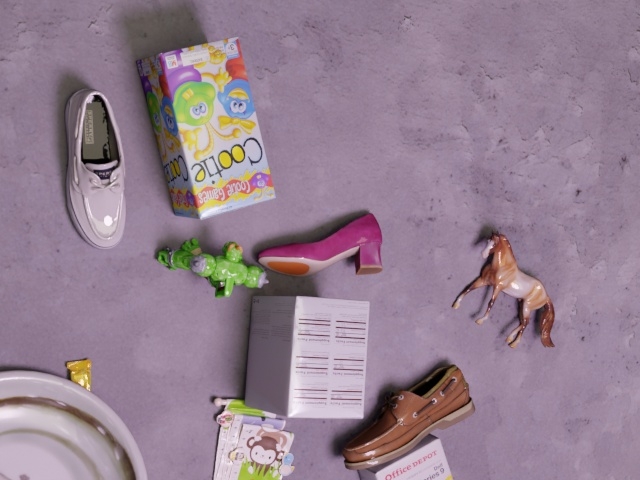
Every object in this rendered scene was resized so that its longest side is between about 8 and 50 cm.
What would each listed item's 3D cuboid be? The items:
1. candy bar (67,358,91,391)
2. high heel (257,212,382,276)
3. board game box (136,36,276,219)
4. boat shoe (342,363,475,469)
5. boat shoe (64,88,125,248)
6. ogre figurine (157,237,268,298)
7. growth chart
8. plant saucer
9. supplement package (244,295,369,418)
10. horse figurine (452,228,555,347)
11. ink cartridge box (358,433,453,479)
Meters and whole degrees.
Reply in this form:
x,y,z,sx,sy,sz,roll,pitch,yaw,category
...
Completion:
x,y,z,sx,sy,sz,roll,pitch,yaw,category
-0.405,0.282,1.777,0.040,0.018,0.162,-3,96,-22,candy bar
0.000,0.000,1.936,0.244,0.082,0.117,0,66,-14,high heel
-0.195,-0.188,1.773,0.142,0.144,0.275,-18,101,-23,board game box
0.157,0.334,2.017,0.307,0.110,0.104,-24,100,-33,boat shoe
-0.363,-0.116,1.727,0.096,0.088,0.268,-4,96,-26,boat shoe
-0.170,0.051,1.819,0.197,0.118,0.097,36,78,-25,ogre figurine
-0.122,0.401,1.925,0.172,0.021,0.237,1,94,-27,growth chart
-0.474,0.407,1.655,0.400,0.100,0.400,15,54,-22,plant saucer
-0.025,0.202,1.848,0.149,0.194,0.203,6,85,-26,supplement package
0.389,0.113,2.130,0.263,0.066,0.174,34,85,-22,horse figurine
0.179,0.497,2.041,0.154,0.093,0.212,-23,102,-22,ink cartridge box
